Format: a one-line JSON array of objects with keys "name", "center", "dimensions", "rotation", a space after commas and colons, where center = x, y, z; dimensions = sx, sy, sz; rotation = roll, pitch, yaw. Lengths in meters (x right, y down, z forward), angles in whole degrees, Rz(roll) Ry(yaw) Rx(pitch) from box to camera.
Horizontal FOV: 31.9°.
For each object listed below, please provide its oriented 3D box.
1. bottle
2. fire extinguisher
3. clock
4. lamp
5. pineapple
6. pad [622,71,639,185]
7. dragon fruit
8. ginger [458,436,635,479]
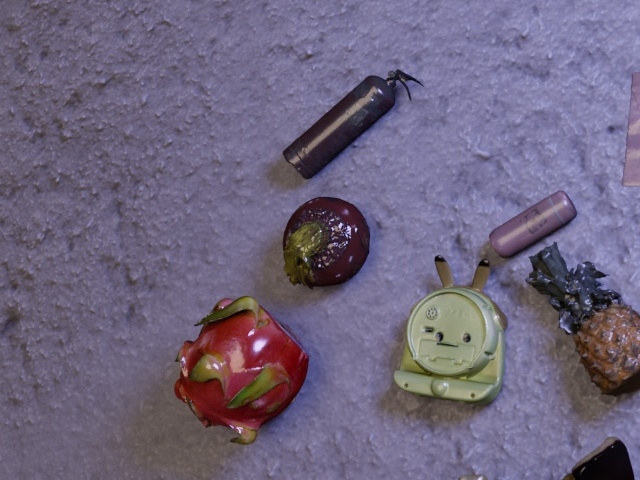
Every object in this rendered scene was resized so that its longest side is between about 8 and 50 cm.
[{"name": "bottle", "center": [0.339, -0.025, 1.781], "dimensions": [0.140, 0.053, 0.053], "rotation": [-32, 66, 17]}, {"name": "fire extinguisher", "center": [0.058, -0.209, 1.959], "dimensions": [0.268, 0.072, 0.089], "rotation": [-40, 58, 14]}, {"name": "clock", "center": [0.214, 0.142, 1.797], "dimensions": [0.170, 0.069, 0.232], "rotation": [4, 80, 28]}, {"name": "lamp", "center": [0.005, 0.000, 1.902], "dimensions": [0.156, 0.135, 0.157], "rotation": [-6, 74, 26]}, {"name": "pineapple", "center": [0.407, 0.111, 1.679], "dimensions": [0.128, 0.128, 0.248], "rotation": [-41, 59, 13]}, {"name": "pad", "center": [0.534, -0.175, 1.742], "dimensions": [0.113, 0.006, 0.188], "rotation": [3, 79, 29]}, {"name": "dragon fruit", "center": [-0.136, 0.215, 1.883], "dimensions": [0.227, 0.224, 0.224], "rotation": [-39, 62, -7]}, {"name": "ginger", "center": [0.388, 0.441, 1.561], "dimensions": [0.413, 0.211, 0.358], "rotation": [21, 95, -7]}]
